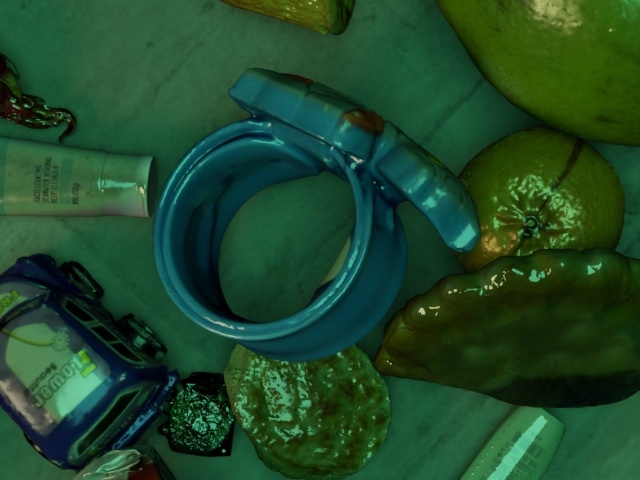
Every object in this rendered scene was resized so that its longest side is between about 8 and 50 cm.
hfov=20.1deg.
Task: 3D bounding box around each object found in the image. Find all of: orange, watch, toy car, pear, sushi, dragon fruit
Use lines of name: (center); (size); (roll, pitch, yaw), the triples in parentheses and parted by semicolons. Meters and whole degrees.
orange: (0.228, -0.026, 1.908); (0.193, 0.161, 0.193); (0, 93, -5)
watch: (0.000, 0.000, 1.834); (0.305, 0.241, 0.274); (30, 87, 28)
toy car: (-0.282, 0.124, 1.895); (0.235, 0.158, 0.172); (43, 91, 12)
pear: (0.322, -0.267, 1.824); (0.413, 0.352, 0.352); (17, 92, -6)
sushi: (-0.134, 0.189, 1.963); (0.085, 0.056, 0.083); (5, 99, -2)
dragon fruit: (-0.352, -0.157, 1.932); (0.190, 0.094, 0.094); (36, 91, -14)

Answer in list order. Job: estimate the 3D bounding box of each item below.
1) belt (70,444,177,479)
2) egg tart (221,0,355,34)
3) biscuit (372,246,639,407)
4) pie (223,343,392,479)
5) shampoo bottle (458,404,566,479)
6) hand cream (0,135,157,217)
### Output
belt: (-0.151, 0.366, 1.883); (0.115, 0.227, 0.324); (-30, 89, -4)
egg tart: (-0.036, -0.319, 1.881); (0.147, 0.202, 0.202); (7, 92, 7)
biscuit: (0.218, 0.104, 1.885); (0.335, 0.329, 0.078); (-16, 59, 25)
pie: (-0.017, 0.171, 1.935); (0.193, 0.079, 0.163); (48, 66, -10)
shampoo bottle: (0.186, 0.272, 1.973); (0.072, 0.049, 0.212); (38, 90, -9)
hand cream: (-0.336, -0.072, 1.944); (0.312, 0.070, 0.111); (3, 97, 2)
